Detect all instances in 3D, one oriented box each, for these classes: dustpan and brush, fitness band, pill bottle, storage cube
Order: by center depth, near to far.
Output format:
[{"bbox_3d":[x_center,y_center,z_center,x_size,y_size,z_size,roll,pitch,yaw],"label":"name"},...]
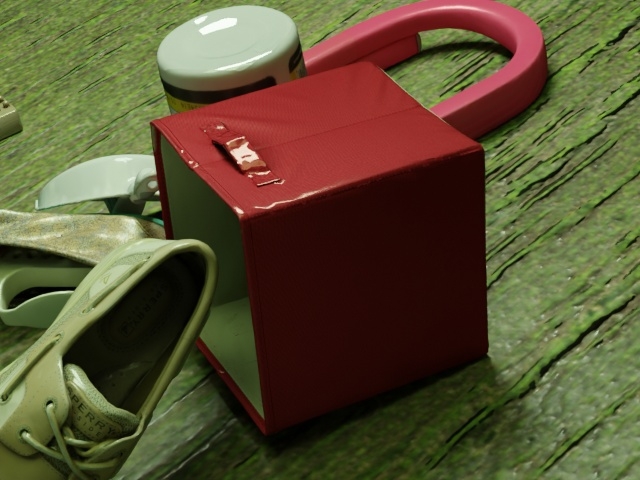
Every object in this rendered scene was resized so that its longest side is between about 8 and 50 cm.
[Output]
[{"bbox_3d":[0.000,0.000,1.160,0.193,0.215,0.183,-18,33,-19],"label":"storage cube"},{"bbox_3d":[-0.058,-0.081,1.290,0.119,0.208,0.119,-8,34,6],"label":"pill bottle"},{"bbox_3d":[-0.162,-0.042,1.313,0.147,0.211,0.060,-1,72,-17],"label":"dustpan and brush"},{"bbox_3d":[0.084,-0.149,1.488,0.291,0.054,0.209,-30,40,-22],"label":"fitness band"}]

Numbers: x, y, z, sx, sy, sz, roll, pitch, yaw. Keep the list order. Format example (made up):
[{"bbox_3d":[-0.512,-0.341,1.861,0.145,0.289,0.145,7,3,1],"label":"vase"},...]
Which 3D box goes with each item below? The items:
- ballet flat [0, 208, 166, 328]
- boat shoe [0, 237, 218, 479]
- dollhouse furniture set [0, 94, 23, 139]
[{"bbox_3d":[-0.277,0.025,1.311,0.316,0.107,0.106,0,47,19],"label":"ballet flat"},{"bbox_3d":[-0.173,0.121,1.055,0.302,0.109,0.098,-54,16,-19],"label":"boat shoe"},{"bbox_3d":[-0.422,-0.167,1.613,0.144,0.123,0.151,-27,36,-20],"label":"dollhouse furniture set"}]
